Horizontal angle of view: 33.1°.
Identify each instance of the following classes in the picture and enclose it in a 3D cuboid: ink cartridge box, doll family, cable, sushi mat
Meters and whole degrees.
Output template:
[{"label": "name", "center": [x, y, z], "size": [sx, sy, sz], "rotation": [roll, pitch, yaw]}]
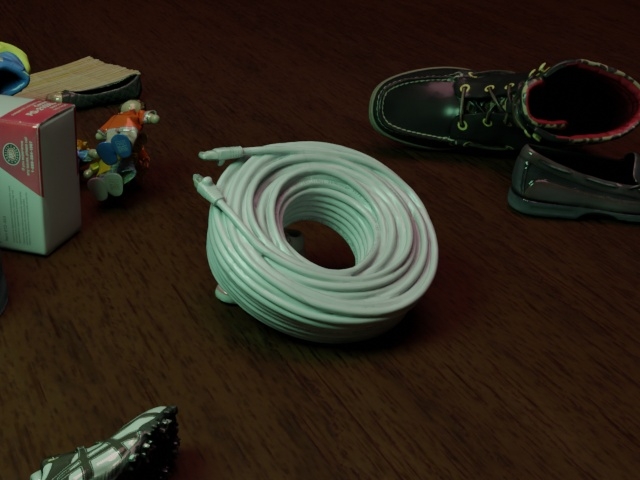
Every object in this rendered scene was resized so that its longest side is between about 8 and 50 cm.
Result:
[{"label": "ink cartridge box", "center": [-0.430, -0.092, 1.346], "size": [0.237, 0.172, 0.100], "rotation": [9, 25, 14]}, {"label": "doll family", "center": [-0.333, -0.108, 1.503], "size": [0.263, 0.118, 0.163], "rotation": [-12, 29, 10]}, {"label": "cable", "center": [0.000, 0.000, 1.197], "size": [0.257, 0.089, 0.257], "rotation": [-11, 57, -29]}, {"label": "sushi mat", "center": [-0.484, -0.283, 1.949], "size": [0.151, 0.019, 0.316], "rotation": [18, 28, 28]}]

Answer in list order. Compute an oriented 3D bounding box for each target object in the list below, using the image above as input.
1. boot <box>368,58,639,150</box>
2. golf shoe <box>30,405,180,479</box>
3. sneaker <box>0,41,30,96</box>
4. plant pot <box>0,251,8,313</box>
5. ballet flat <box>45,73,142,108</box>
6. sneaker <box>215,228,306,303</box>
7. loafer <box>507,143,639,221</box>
[{"label": "boot", "center": [0.279, -0.201, 1.621], "size": [0.377, 0.138, 0.284], "rotation": [7, 1, -8]}, {"label": "golf shoe", "center": [-0.183, 0.187, 0.876], "size": [0.094, 0.077, 0.198], "rotation": [11, 24, 18]}, {"label": "sneaker", "center": [-0.547, -0.256, 1.614], "size": [0.240, 0.091, 0.126], "rotation": [-9, 29, -29]}, {"label": "plant pot", "center": [-0.487, -0.023, 1.144], "size": [0.293, 0.196, 0.293], "rotation": [4, 23, -2]}, {"label": "ballet flat", "center": [-0.392, -0.258, 1.867], "size": [0.173, 0.049, 0.057], "rotation": [-12, 28, -31]}, {"label": "sneaker", "center": [-0.069, 0.023, 1.259], "size": [0.051, 0.070, 0.134], "rotation": [26, 34, 38]}, {"label": "loafer", "center": [0.419, -0.084, 1.521], "size": [0.303, 0.095, 0.109], "rotation": [1, 25, -5]}]
